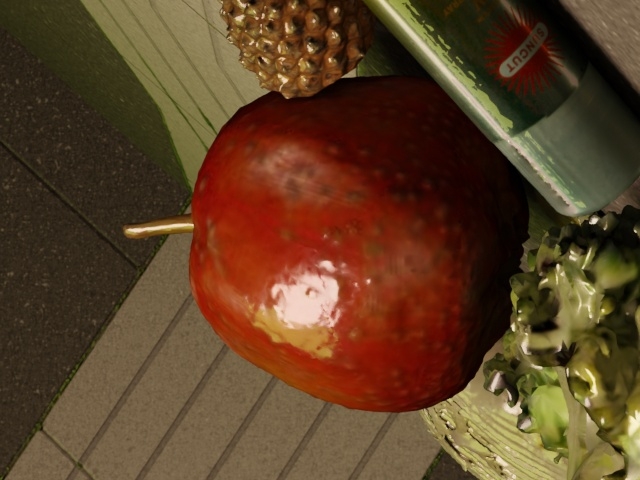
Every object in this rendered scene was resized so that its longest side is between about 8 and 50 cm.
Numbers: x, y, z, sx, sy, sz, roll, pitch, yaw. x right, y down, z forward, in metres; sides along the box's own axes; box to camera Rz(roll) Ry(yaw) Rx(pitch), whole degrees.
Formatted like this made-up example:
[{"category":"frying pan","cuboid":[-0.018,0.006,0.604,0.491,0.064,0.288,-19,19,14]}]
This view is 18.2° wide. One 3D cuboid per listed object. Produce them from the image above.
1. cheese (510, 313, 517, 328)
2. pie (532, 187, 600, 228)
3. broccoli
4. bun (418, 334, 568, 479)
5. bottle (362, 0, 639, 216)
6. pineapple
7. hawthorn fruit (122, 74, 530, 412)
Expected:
[{"category":"cheese","cuboid":[0.241,0.103,1.765,0.175,0.091,0.202,34,169,45]},{"category":"pie","cuboid":[0.200,-0.018,1.566,0.084,0.020,0.084,45,174,5]},{"category":"broccoli","cuboid":[0.265,0.134,1.350,0.324,0.272,0.334,2,154,10]},{"category":"bun","cuboid":[0.214,0.166,2.003,0.273,0.168,0.273,39,164,13]},{"category":"bottle","cuboid":[0.090,-0.136,1.228,0.286,0.082,0.082,46,173,-19]},{"category":"pineapple","cuboid":[-0.065,-0.226,1.453,0.277,0.119,0.130,50,-171,-32]},{"category":"hawthorn fruit","cuboid":[0.000,0.000,1.584,0.330,0.287,0.287,4,160,15]}]
